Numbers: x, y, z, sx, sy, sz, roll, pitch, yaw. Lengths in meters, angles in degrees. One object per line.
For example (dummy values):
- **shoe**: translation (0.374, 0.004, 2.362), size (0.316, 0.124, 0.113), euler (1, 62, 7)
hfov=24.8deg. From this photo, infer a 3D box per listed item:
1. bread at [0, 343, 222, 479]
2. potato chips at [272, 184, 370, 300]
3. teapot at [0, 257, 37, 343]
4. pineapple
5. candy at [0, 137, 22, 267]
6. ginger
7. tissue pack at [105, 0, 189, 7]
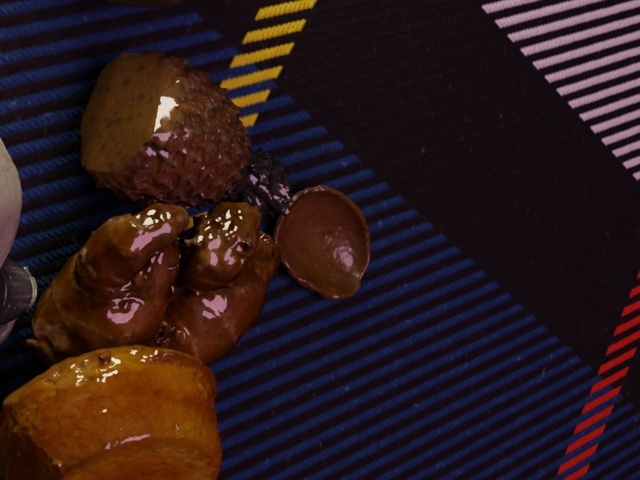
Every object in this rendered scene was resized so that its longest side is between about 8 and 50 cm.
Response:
- **bread**: translation (-0.262, 0.258, 1.830), size (0.312, 0.312, 0.172), euler (9, 47, -43)
- **potato chips**: translation (0.000, 0.000, 2.203), size (0.201, 0.049, 0.150), euler (35, 77, -43)
- **teapot**: translation (-0.409, 0.072, 1.821), size (0.091, 0.124, 0.092), euler (5, 50, -59)
- **pineapple**: translation (-0.155, -0.117, 1.952), size (0.362, 0.202, 0.202), euler (23, 80, -50)
- **candy**: translation (-0.468, -0.042, 1.657), size (0.295, 0.185, 0.295), euler (1, 89, -48)
- **ginger**: translation (-0.201, 0.056, 1.914), size (0.357, 0.152, 0.274), euler (2, 122, -41)
- **tissue pack**: translation (-0.201, -0.503, 1.799), size (0.277, 0.267, 0.387), euler (-41, 120, -34)
